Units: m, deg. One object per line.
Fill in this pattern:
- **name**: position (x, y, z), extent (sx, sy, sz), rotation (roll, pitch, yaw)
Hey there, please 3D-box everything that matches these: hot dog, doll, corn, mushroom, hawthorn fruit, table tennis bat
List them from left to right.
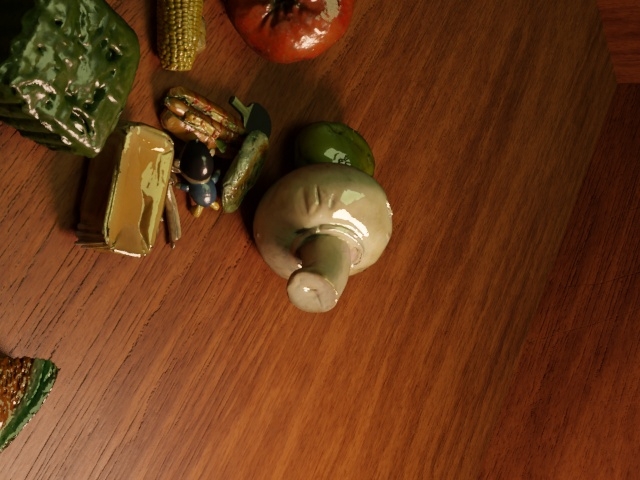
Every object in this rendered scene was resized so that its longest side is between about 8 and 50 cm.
- **mushroom**: position (-0.296, -0.070, 1.831), extent (0.060, 0.061, 0.187), rotation (-49, 137, -47)
- **corn**: position (-0.269, -0.454, 1.777), extent (0.091, 0.091, 0.260), rotation (-86, -178, -81)
- **doll**: position (-0.245, -0.131, 1.872), extent (0.102, 0.089, 0.179), rotation (-21, 137, -25)
- **hot dog**: position (-0.230, -0.234, 1.884), extent (0.250, 0.076, 0.104), rotation (30, 71, -56)
- **table tennis bat**: position (-0.151, -0.268, 2.047), extent (0.156, 0.013, 0.087), rotation (44, 60, -50)
- **hawthorn fruit**: position (-0.048, -0.528, 1.959), extent (0.307, 0.276, 0.276), rotation (-58, 140, -54)
- **mushroom**: position (-0.017, -0.021, 2.054), extent (0.356, 0.315, 0.315), rotation (-30, 120, -40)

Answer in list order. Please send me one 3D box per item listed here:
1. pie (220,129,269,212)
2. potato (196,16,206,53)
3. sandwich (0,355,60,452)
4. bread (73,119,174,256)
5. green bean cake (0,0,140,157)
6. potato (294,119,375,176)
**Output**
- **pie**: position (-0.159, -0.144, 1.961), extent (0.187, 0.041, 0.187), rotation (25, 90, -85)
- **potato**: position (-0.250, -0.410, 1.854), extent (0.051, 0.040, 0.083), rotation (4, 90, -43)
- **sandwich**: position (-0.531, 0.249, 1.505), extent (0.160, 0.109, 0.185), rotation (43, 60, -27)
- **bread**: position (-0.355, -0.094, 1.692), extent (0.136, 0.107, 0.241), rotation (17, 81, -53)
- **green bean cake**: position (-0.427, -0.289, 1.515), extent (0.250, 0.156, 0.247), rotation (43, 62, -50)
- **potato**: position (0.029, -0.191, 2.209), extent (0.253, 0.148, 0.186), rotation (29, 39, -50)
